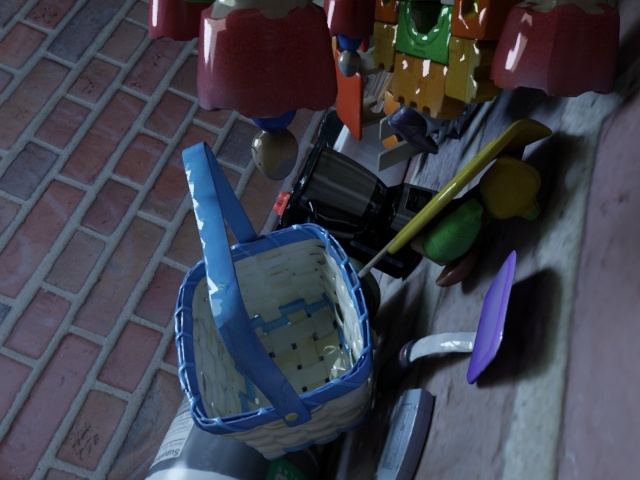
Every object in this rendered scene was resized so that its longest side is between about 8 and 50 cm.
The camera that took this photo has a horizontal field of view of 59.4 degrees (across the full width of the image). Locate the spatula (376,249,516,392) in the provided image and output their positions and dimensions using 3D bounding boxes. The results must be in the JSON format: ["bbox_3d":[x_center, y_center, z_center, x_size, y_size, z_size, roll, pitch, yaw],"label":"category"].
[{"bbox_3d":[0.095,0.092,0.477,0.296,0.030,0.084,121,171,-63],"label":"spatula"}]

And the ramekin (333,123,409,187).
[{"bbox_3d":[0.073,-0.116,1.135,0.277,0.135,0.277,-157,90,-85],"label":"ramekin"}]

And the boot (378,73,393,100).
[{"bbox_3d":[0.202,-0.446,1.334,0.280,0.096,0.264,-50,14,50],"label":"boot"}]

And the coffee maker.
[{"bbox_3d":[0.047,-0.035,0.737,0.171,0.178,0.120,139,155,-75],"label":"coffee maker"}]

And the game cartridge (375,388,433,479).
[{"bbox_3d":[0.071,0.167,0.473,0.056,0.017,0.083,115,176,-71],"label":"game cartridge"}]

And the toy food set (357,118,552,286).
[{"bbox_3d":[0.128,-0.017,0.488,0.128,0.071,0.218,-42,-6,-28],"label":"toy food set"}]

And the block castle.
[{"bbox_3d":[0.010,-0.217,0.509,0.453,0.302,0.213,-130,36,-58],"label":"block castle"}]

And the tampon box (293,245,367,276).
[{"bbox_3d":[0.000,0.090,1.022,0.101,0.120,0.161,-171,105,-85],"label":"tampon box"}]

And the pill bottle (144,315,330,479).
[{"bbox_3d":[-0.101,0.283,0.709,0.361,0.204,0.204,-72,7,-49],"label":"pill bottle"}]

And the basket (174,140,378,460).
[{"bbox_3d":[-0.057,0.068,0.574,0.289,0.201,0.255,62,-174,-47],"label":"basket"}]

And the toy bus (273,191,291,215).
[{"bbox_3d":[-0.031,-0.035,1.478,0.149,0.211,0.220,-94,26,-77],"label":"toy bus"}]

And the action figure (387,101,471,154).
[{"bbox_3d":[0.192,-0.238,0.648,0.285,0.099,0.185,-58,2,39],"label":"action figure"}]

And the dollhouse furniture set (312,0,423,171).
[{"bbox_3d":[0.047,-0.271,0.900,0.135,0.262,0.259,-27,-30,-14],"label":"dollhouse furniture set"}]

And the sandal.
[{"bbox_3d":[0.033,0.092,0.821,0.086,0.120,0.303,-44,-4,-26],"label":"sandal"}]

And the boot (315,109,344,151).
[{"bbox_3d":[0.011,-0.208,1.190,0.099,0.045,0.121,127,165,-82],"label":"boot"}]

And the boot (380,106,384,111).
[{"bbox_3d":[0.154,-0.288,1.535,0.161,0.083,0.246,-61,8,-18],"label":"boot"}]
